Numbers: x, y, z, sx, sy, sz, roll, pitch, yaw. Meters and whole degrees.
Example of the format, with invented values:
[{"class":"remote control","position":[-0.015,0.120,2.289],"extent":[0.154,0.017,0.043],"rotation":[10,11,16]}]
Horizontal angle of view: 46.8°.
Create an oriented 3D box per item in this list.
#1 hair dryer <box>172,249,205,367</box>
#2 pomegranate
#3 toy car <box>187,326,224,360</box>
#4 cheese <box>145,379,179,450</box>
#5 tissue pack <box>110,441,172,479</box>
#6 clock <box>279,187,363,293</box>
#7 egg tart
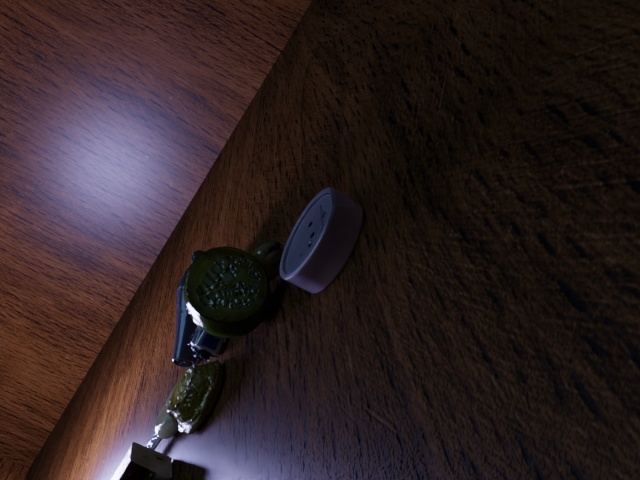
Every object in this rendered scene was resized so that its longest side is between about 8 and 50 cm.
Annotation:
[{"class":"hair dryer","position":[-0.325,0.132,1.911],"extent":[0.361,0.121,0.301],"rotation":[105,173,-57]},{"class":"pomegranate","position":[-0.191,0.100,1.621],"extent":[0.159,0.190,0.240],"rotation":[97,-169,-66]},{"class":"toy car","position":[-0.262,0.213,1.803],"extent":[0.070,0.080,0.170],"rotation":[-35,31,55]},{"class":"cheese","position":[-0.386,0.460,1.827],"extent":[0.235,0.050,0.127],"rotation":[-54,20,19]},{"class":"tissue pack","position":[-0.417,0.555,1.676],"extent":[0.148,0.106,0.099],"rotation":[-59,17,8]},{"class":"clock","position":[0.000,0.000,1.412],"extent":[0.197,0.068,0.197],"rotation":[-52,20,28]},{"class":"egg tart","position":[-0.289,0.350,1.692],"extent":[0.191,0.074,0.191],"rotation":[-50,20,26]}]
